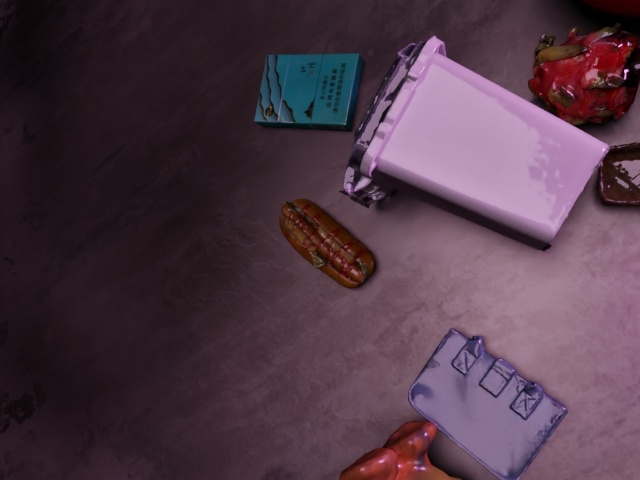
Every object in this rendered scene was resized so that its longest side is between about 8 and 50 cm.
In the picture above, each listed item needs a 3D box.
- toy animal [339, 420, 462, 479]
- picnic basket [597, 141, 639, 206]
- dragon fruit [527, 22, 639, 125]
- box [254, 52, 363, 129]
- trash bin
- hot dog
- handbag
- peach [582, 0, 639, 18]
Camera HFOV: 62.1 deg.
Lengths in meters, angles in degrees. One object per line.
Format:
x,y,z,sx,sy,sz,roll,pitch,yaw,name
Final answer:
0.162,0.495,0.872,0.191,0.216,0.338,-44,68,51,toy animal
0.559,-0.106,0.867,0.193,0.055,0.110,1,81,24,picnic basket
0.442,-0.284,0.896,0.172,0.160,0.166,15,129,29,dragon fruit
-0.029,-0.327,1.169,0.226,0.042,0.160,9,84,24,box
0.251,-0.128,0.916,0.368,0.256,0.296,30,92,17,trash bin
0.000,0.000,1.085,0.250,0.076,0.104,43,100,21,hot dog
0.284,0.276,0.924,0.229,0.062,0.179,34,93,25,handbag
0.512,-0.528,0.797,0.388,0.388,0.388,-4,80,23,peach
